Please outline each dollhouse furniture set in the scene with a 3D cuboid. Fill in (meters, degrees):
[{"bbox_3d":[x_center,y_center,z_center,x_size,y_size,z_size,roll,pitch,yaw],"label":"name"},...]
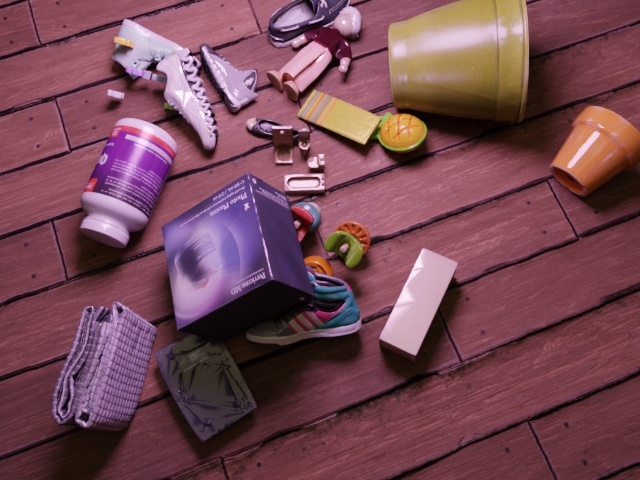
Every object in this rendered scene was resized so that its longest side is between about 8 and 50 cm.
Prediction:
[{"bbox_3d":[-0.060,-0.223,1.674,0.143,0.123,0.151,-2,71,-1],"label":"dollhouse furniture set"}]

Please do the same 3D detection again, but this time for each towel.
[{"bbox_3d":[0.053,-0.357,1.752,0.237,0.021,0.102,27,76,21],"label":"towel"},{"bbox_3d":[-0.514,0.301,1.433,0.121,0.235,0.284,7,71,8],"label":"towel"}]

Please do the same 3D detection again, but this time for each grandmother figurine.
[{"bbox_3d":[0.006,-0.570,1.808,0.207,0.104,0.342,38,76,9],"label":"grandmother figurine"}]

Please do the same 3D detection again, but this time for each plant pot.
[{"bbox_3d":[0.748,-0.231,1.664,0.205,0.205,0.188,43,92,13],"label":"plant pot"},{"bbox_3d":[0.371,-0.499,1.683,0.352,0.366,0.367,-3,71,11],"label":"plant pot"}]

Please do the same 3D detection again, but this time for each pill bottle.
[{"bbox_3d":[-0.519,-0.151,1.613,0.181,0.181,0.323,16,71,5],"label":"pill bottle"}]

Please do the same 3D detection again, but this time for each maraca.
[{"bbox_3d":[0.219,-0.313,1.728,0.185,0.099,0.127,28,69,36],"label":"maraca"}]

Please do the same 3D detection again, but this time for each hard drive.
[{"bbox_3d":[-0.287,0.352,1.511,0.171,0.054,0.255,-31,74,-10],"label":"hard drive"}]

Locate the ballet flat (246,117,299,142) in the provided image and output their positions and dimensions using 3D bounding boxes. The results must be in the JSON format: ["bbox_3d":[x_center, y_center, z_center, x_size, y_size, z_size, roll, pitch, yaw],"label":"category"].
[{"bbox_3d":[-0.132,-0.326,1.748,0.173,0.049,0.058,15,71,4],"label":"ballet flat"}]

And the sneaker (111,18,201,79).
[{"bbox_3d":[-0.494,-0.535,1.806,0.255,0.094,0.151,25,96,-7],"label":"sneaker"}]

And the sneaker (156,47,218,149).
[{"bbox_3d":[-0.372,-0.390,1.714,0.118,0.110,0.292,-20,92,-3],"label":"sneaker"}]

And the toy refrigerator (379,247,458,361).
[{"bbox_3d":[0.254,0.168,1.564,0.102,0.094,0.270,24,72,14],"label":"toy refrigerator"}]

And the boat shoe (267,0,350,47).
[{"bbox_3d":[-0.030,-0.706,1.857,0.302,0.091,0.114,-41,76,-13],"label":"boat shoe"}]

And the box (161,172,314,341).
[{"bbox_3d":[-0.208,0.047,1.467,0.296,0.182,0.294,-29,61,23],"label":"box"}]

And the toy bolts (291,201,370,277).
[{"bbox_3d":[0.000,0.000,1.622,0.228,0.158,0.218,40,115,2],"label":"toy bolts"}]

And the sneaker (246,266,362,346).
[{"bbox_3d":[-0.048,0.159,1.508,0.295,0.124,0.179,-8,104,-7],"label":"sneaker"}]

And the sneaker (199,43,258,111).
[{"bbox_3d":[-0.260,-0.501,1.797,0.132,0.086,0.229,-28,84,-15],"label":"sneaker"}]

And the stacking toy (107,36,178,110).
[{"bbox_3d":[-0.497,-0.479,1.743,0.221,0.052,0.167,12,101,-7],"label":"stacking toy"}]
